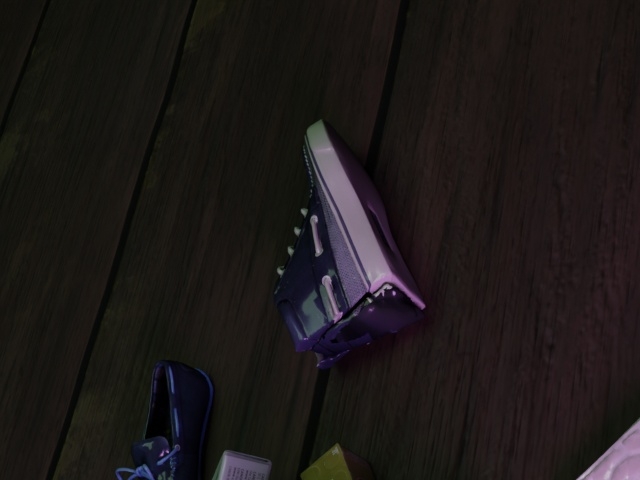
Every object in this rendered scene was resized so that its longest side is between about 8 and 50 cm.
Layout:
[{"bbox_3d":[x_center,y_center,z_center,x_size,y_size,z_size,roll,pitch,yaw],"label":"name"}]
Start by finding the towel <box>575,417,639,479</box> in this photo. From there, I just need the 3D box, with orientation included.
[{"bbox_3d":[0.381,0.241,1.146,0.317,0.053,0.332,-47,38,12],"label":"towel"}]

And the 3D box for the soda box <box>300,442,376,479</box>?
[{"bbox_3d":[0.039,0.309,1.455,0.061,0.058,0.181,-41,39,16],"label":"soda box"}]

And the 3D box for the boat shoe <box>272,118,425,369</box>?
[{"bbox_3d":[0.000,0.000,1.669,0.158,0.127,0.340,-34,42,14],"label":"boat shoe"}]

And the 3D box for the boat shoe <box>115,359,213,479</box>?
[{"bbox_3d":[-0.208,0.274,1.719,0.109,0.089,0.258,-26,45,33],"label":"boat shoe"}]

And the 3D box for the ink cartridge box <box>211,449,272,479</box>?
[{"bbox_3d":[-0.126,0.401,1.523,0.239,0.060,0.275,113,171,-63],"label":"ink cartridge box"}]
